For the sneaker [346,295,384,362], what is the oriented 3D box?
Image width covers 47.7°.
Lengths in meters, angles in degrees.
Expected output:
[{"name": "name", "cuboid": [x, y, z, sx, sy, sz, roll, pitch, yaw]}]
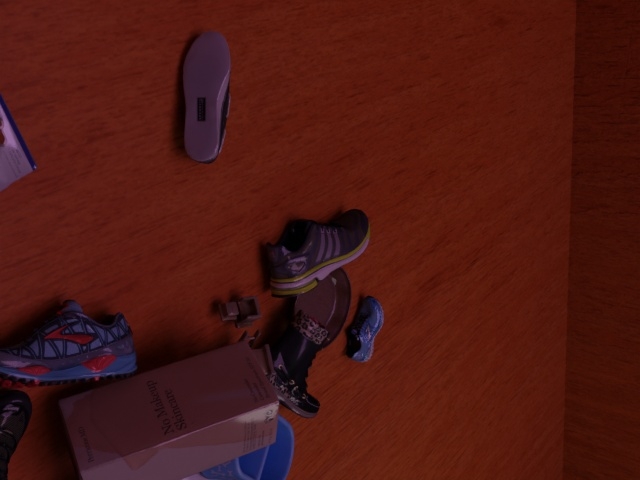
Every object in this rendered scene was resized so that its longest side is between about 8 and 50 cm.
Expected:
[{"name": "sneaker", "cuboid": [0.101, 0.211, 1.720, 0.073, 0.063, 0.162, 12, 90, -49]}]

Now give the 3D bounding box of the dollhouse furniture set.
[{"name": "dollhouse furniture set", "cuboid": [-0.201, 0.193, 1.342, 0.181, 0.101, 0.161, 0, 67, -39]}]

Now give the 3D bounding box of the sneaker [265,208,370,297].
[{"name": "sneaker", "cuboid": [0.000, 0.000, 1.502, 0.300, 0.111, 0.121, -39, 125, -41]}]

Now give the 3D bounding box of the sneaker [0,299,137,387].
[{"name": "sneaker", "cuboid": [-0.395, 0.151, 1.073, 0.261, 0.104, 0.125, 7, 74, -54]}]

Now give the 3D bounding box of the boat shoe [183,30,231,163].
[{"name": "boat shoe", "cuboid": [-0.192, -0.240, 1.228, 0.070, 0.077, 0.220, -12, 109, -86]}]

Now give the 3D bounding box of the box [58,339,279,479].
[{"name": "box", "cuboid": [-0.235, 0.287, 1.143, 0.311, 0.148, 0.121, -16, 136, -25]}]

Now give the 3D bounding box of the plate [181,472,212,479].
[{"name": "plate", "cuboid": [-0.199, 0.504, 1.372, 0.278, 0.045, 0.278, -11, 106, -67]}]

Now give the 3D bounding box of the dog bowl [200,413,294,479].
[{"name": "dog bowl", "cuboid": [-0.129, 0.382, 1.351, 0.297, 0.074, 0.166, 58, 43, -55]}]

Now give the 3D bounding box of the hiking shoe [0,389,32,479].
[{"name": "hiking shoe", "cuboid": [-0.458, 0.321, 1.002, 0.086, 0.114, 0.227, 47, 64, -47]}]

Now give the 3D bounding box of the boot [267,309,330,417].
[{"name": "boot", "cuboid": [-0.032, 0.262, 1.511, 0.179, 0.085, 0.236, -51, 134, -4]}]

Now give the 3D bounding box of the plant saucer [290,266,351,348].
[{"name": "plant saucer", "cuboid": [-0.005, 0.143, 1.585, 0.198, 0.036, 0.199, -21, 118, -47]}]

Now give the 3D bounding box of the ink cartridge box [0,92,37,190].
[{"name": "ink cartridge box", "cuboid": [-0.519, -0.077, 0.859, 0.332, 0.065, 0.165, -41, 129, -36]}]
